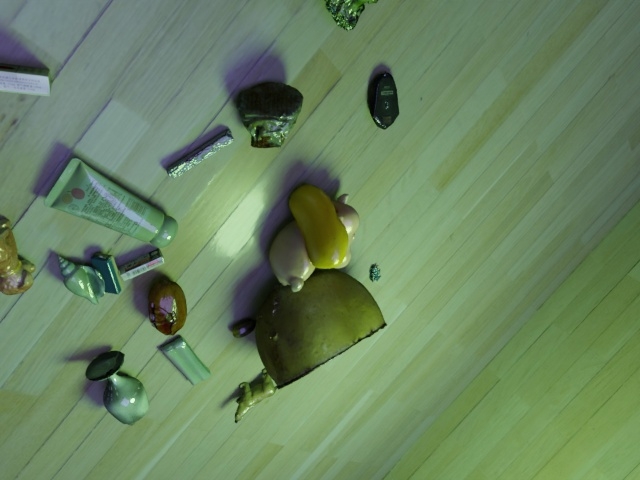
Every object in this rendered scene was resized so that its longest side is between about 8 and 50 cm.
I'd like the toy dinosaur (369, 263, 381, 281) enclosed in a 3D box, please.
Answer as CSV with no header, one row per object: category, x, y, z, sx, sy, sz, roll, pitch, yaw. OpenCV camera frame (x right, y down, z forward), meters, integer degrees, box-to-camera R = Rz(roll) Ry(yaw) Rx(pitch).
toy dinosaur,0.223,0.136,1.690,0.047,0.030,0.083,-18,126,-17

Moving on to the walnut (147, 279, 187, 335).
walnut,-0.466,0.211,1.284,0.115,0.116,0.207,-13,124,-24

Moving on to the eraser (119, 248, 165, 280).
eraser,-0.512,0.070,1.207,0.122,0.052,0.029,-25,126,-14

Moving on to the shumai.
shumai,-0.125,-0.328,1.144,0.184,0.184,0.142,-23,151,-17

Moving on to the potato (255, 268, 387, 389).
potato,-0.025,0.272,1.479,0.442,0.319,0.385,-21,167,-28

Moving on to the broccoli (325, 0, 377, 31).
broccoli,0.086,-0.631,1.063,0.167,0.160,0.154,-64,155,4

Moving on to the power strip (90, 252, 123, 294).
power strip,-0.593,0.091,1.170,0.056,0.032,0.123,6,122,11

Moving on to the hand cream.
hand cream,-0.521,-0.076,1.088,0.306,0.093,0.147,32,105,-37

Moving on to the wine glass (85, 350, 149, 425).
wine glass,-0.636,0.471,1.333,0.126,0.126,0.241,-21,124,-18

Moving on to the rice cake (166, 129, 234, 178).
rice cake,-0.324,-0.235,1.142,0.207,0.033,0.033,-35,132,-7

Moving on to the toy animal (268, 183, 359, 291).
toy animal,0.012,0.014,1.356,0.247,0.277,0.345,9,111,-49

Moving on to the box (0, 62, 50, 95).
box,-0.640,-0.332,0.856,0.152,0.100,0.048,-1,116,-30

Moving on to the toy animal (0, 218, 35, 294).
toy animal,-0.753,0.071,0.983,0.104,0.184,0.185,-9,122,-17

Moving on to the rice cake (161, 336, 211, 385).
rice cake,-0.462,0.424,1.460,0.080,0.042,0.222,-31,130,-12

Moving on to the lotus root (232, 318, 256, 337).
lotus root,-0.269,0.312,1.499,0.099,0.049,0.054,-27,127,-21

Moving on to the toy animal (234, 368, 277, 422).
toy animal,-0.260,0.612,1.653,0.218,0.101,0.103,-29,130,-12

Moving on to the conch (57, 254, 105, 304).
conch,-0.646,0.101,1.141,0.088,0.065,0.180,-38,125,-17

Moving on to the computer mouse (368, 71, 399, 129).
computer mouse,0.194,-0.435,1.312,0.099,0.057,0.172,-11,111,-22
